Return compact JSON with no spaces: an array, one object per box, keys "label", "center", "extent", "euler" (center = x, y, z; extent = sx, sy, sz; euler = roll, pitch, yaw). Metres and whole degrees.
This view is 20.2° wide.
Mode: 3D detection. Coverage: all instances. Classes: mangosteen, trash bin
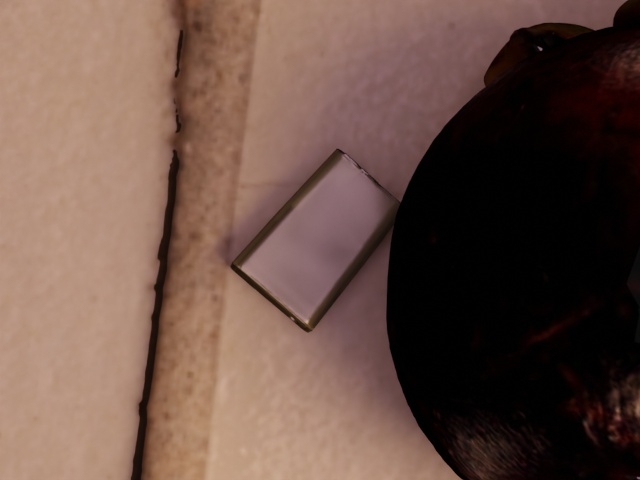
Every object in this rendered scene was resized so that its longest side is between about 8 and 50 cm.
[{"label":"mangosteen","center":[0.194,0.005,0.950],"extent":[0.306,0.307,0.347],"euler":[20,56,-2]},{"label":"trash bin","center":[0.000,0.000,1.047],"extent":[0.061,0.043,0.092],"euler":[41,82,0]}]
